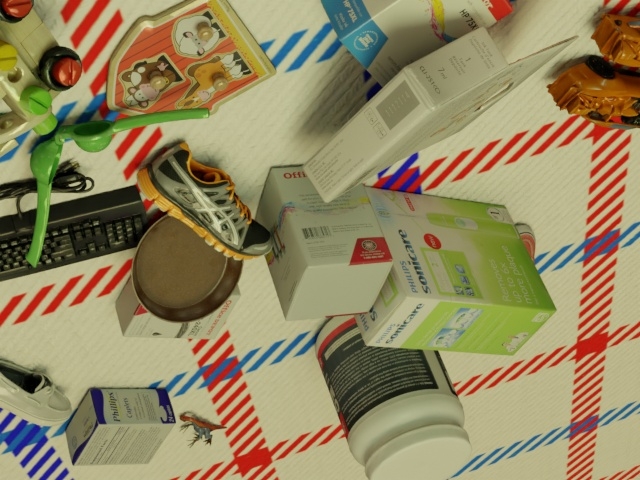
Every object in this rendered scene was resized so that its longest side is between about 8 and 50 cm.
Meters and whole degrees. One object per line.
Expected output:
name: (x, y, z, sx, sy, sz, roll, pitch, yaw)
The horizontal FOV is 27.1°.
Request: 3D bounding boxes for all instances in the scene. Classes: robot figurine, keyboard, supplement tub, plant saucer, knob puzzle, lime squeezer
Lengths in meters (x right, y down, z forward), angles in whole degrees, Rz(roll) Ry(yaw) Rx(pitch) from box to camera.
robot figurine: (0.467, -0.223, 1.841, 0.291, 0.085, 0.211, 4, 138, -31)
keyboard: (-0.385, -0.012, 1.729, 0.317, 0.033, 0.201, -15, 144, -10)
supplement tub: (0.115, 0.245, 2.117, 0.191, 0.272, 0.191, -14, 144, -10)
plant saucer: (-0.186, 0.031, 1.833, 0.168, 0.029, 0.168, -11, 113, -27)
knob puzzle: (-0.168, -0.200, 1.592, 0.213, 0.030, 0.213, -14, 145, -10)
lime squeezer: (-0.282, -0.096, 1.616, 0.310, 0.110, 0.059, -38, -179, 17)

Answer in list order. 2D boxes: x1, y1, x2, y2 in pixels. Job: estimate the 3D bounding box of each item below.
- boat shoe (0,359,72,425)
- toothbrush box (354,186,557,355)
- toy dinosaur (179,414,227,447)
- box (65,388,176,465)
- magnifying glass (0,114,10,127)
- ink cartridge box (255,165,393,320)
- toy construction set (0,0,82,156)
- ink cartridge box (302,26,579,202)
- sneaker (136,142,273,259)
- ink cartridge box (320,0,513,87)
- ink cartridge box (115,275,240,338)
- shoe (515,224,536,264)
boat shoe: (-0.435, 0.223, 1.995, 0.063, 0.066, 0.184, -36, 133, 22)
toothbrush box: (0.174, 0.048, 1.944, 0.283, 0.206, 0.122, 6, 137, -33)
toy dinosaur: (-0.209, 0.314, 2.264, 0.090, 0.047, 0.082, -42, 145, -30)
box: (-0.323, 0.300, 2.138, 0.137, 0.072, 0.126, 4, 138, -32)
magnifying glass: (-0.409, -0.132, 1.566, 0.231, 0.026, 0.092, -39, 141, 20)
ink cartridge box: (0.000, 0.000, 1.819, 0.128, 0.176, 0.127, -4, 144, -21)
toy construction set: (-0.381, -0.176, 1.390, 0.215, 0.151, 0.327, -47, 151, -16)
ink cartridge box: (0.144, -0.174, 1.677, 0.261, 0.066, 0.296, -30, 175, -32)
sneaker: (-0.137, -0.048, 1.744, 0.215, 0.084, 0.083, 34, 108, -33)
ink cartridge box: (0.134, -0.294, 1.581, 0.231, 0.078, 0.134, -33, 144, 15)
ink cartridge box: (-0.205, 0.086, 1.923, 0.150, 0.063, 0.109, 4, 137, -30)
shoe: (0.326, 0.055, 2.140, 0.063, 0.081, 0.178, -16, 145, -8)
